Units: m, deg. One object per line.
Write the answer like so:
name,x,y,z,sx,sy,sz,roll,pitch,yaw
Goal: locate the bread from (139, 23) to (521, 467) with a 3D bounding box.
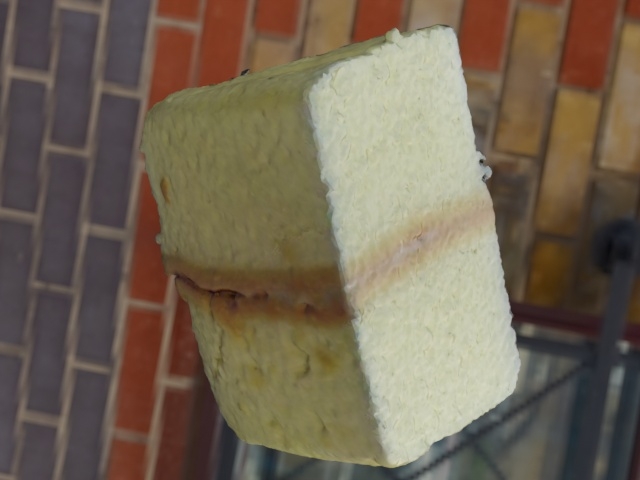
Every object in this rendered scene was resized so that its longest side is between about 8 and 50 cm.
bread,0.000,0.000,1.018,0.135,0.178,0.240,-25,108,-41
